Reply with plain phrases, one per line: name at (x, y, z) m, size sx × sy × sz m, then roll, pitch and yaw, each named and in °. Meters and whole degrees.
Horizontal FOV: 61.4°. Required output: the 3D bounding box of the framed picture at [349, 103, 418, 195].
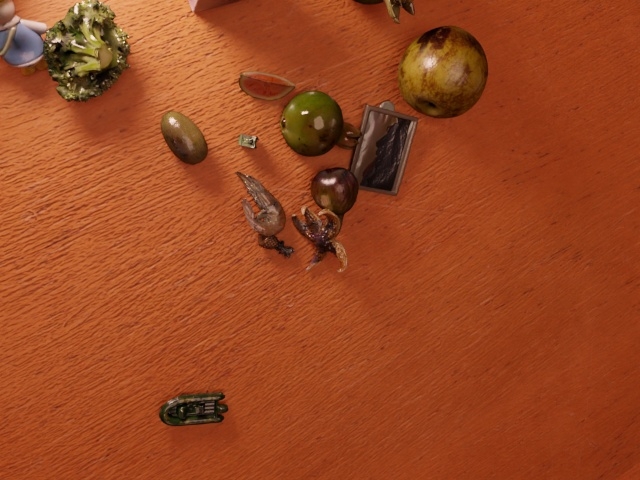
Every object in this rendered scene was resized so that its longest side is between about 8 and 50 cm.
framed picture at (0.197, -0.284, 1.727) m, size 0.192 × 0.018 × 0.266 m, roll 7°, pitch 106°, yaw -21°

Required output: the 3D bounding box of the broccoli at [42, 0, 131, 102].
broccoli at (-0.585, -0.467, 1.351) m, size 0.198 × 0.176 × 0.227 m, roll 34°, pitch 55°, yaw -44°

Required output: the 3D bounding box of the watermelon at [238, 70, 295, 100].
watermelon at (-0.162, -0.460, 1.561) m, size 0.163 × 0.087 × 0.069 m, roll 6°, pitch 67°, yaw -22°

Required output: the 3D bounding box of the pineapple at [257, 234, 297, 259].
pineapple at (-0.134, 0.015, 1.677) m, size 0.124 × 0.058 × 0.058 m, roll 28°, pitch 90°, yaw -36°

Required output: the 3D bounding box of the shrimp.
shrimp at (-0.191, -0.108, 1.613) m, size 0.223 × 0.047 × 0.126 m, roll 51°, pitch 59°, yaw -14°

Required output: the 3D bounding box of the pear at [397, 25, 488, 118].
pear at (0.372, -0.510, 1.628) m, size 0.283 × 0.283 × 0.284 m, roll -4°, pitch 102°, yaw -18°

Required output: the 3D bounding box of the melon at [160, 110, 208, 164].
melon at (-0.380, -0.286, 1.501) m, size 0.099 × 0.099 × 0.162 m, roll -37°, pitch 107°, yaw -9°

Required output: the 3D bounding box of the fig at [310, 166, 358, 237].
fig at (0.046, -0.103, 1.675) m, size 0.149 × 0.149 × 0.246 m, roll -12°, pitch 115°, yaw -17°

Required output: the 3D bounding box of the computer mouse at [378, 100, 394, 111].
computer mouse at (0.210, -0.390, 1.722) m, size 0.055 × 0.032 × 0.110 m, roll -14°, pitch 112°, yaw -13°

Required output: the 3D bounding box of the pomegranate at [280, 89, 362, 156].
pomegranate at (0.001, -0.324, 1.596) m, size 0.190 × 0.159 × 0.241 m, roll -45°, pitch 116°, yaw -5°

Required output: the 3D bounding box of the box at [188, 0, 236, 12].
box at (-0.239, -0.686, 1.390) m, size 0.203 × 0.251 × 0.106 m, roll -23°, pitch 105°, yaw -13°

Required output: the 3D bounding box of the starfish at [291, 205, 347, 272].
starfish at (0.002, 0.000, 1.678) m, size 0.238 × 0.216 × 0.071 m, roll 47°, pitch 44°, yaw 2°

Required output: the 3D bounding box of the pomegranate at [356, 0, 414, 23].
pomegranate at (0.157, -0.765, 1.505) m, size 0.260 × 0.260 × 0.341 m, roll -22°, pitch 83°, yaw -14°

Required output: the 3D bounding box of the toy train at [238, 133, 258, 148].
toy train at (-0.208, -0.288, 1.565) m, size 0.056 × 0.093 × 0.038 m, roll 11°, pitch 98°, yaw -7°

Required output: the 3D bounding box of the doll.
doll at (-0.741, -0.508, 1.288) m, size 0.135 × 0.099 × 0.241 m, roll -4°, pitch 136°, yaw 10°

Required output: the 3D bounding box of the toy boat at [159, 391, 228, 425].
toy boat at (-0.393, 0.527, 1.677) m, size 0.210 × 0.052 × 0.104 m, roll 1°, pitch 102°, yaw -20°
